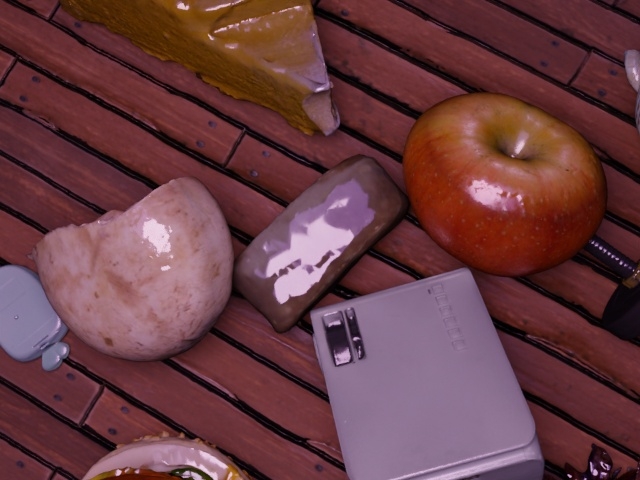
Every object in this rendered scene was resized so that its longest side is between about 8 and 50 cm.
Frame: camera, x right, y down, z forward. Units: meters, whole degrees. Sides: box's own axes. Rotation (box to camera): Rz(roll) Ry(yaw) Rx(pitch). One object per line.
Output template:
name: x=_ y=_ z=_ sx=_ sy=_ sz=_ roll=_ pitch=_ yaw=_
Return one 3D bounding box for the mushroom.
mushroom: x=-0.198 y=0.044 z=0.917 sx=0.254 sy=0.195 sz=0.188 roll=-18 pitch=92 yaw=33

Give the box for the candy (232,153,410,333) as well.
candy: x=0.000 y=0.000 z=0.949 sx=0.104 sy=0.102 sz=0.234 roll=44 pitch=88 yaw=9

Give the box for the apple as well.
apple: x=0.206 y=-0.061 z=0.904 sx=0.210 sy=0.173 sz=0.235 roll=-30 pitch=65 yaw=-29

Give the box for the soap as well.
soap: x=-0.170 y=-0.253 z=0.964 sx=0.339 sy=0.169 sz=0.304 roll=-11 pitch=71 yaw=2

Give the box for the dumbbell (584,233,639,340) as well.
dumbbell: x=0.438 y=0.094 z=0.887 sx=0.325 sy=0.143 sz=0.143 roll=37 pitch=86 yaw=8

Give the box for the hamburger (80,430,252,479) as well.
hamburger: x=-0.176 y=0.359 z=0.847 sx=0.291 sy=0.225 sz=0.290 roll=0 pitch=89 yaw=4

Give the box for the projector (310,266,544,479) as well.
projector: x=0.110 y=0.170 z=0.869 sx=0.198 sy=0.108 sz=0.250 roll=-16 pitch=50 yaw=0

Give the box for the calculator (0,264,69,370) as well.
calculator: x=-0.378 y=0.099 z=0.998 sx=0.095 sy=0.021 sz=0.153 roll=-39 pitch=78 yaw=-2

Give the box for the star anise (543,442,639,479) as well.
star anise: x=0.324 y=0.319 z=0.908 sx=0.168 sy=0.057 sz=0.167 roll=0 pitch=89 yaw=10

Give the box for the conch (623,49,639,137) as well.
conch: x=0.456 y=-0.175 z=0.931 sx=0.172 sy=0.131 sz=0.200 roll=-32 pitch=82 yaw=-1
